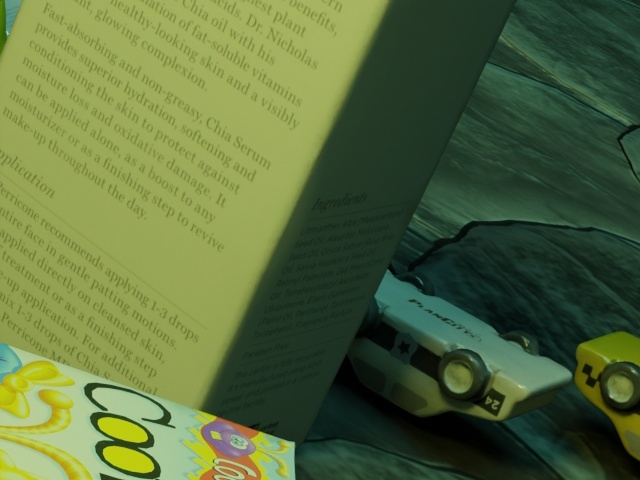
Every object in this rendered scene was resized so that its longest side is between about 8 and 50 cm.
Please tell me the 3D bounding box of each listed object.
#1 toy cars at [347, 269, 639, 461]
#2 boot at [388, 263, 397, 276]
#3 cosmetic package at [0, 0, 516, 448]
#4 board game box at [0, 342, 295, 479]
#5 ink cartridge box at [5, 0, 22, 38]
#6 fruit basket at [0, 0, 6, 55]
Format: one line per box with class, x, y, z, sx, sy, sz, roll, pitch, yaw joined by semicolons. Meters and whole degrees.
toy cars;0.169;0.115;1.403;0.393;0.087;0.176;16;18;-13
boot;0.000;0.001;1.537;0.121;0.045;0.099;19;19;-12
cosmetic package;-0.047;-0.105;1.163;0.230;0.453;0.161;36;24;24
board game box;-0.162;0.138;0.903;0.275;0.142;0.144;20;22;-11
ink cartridge box;-0.249;-0.181;1.706;0.232;0.066;0.189;48;23;0
fruit basket;-0.354;-0.206;1.332;0.392;0.392;0.283;36;24;27
